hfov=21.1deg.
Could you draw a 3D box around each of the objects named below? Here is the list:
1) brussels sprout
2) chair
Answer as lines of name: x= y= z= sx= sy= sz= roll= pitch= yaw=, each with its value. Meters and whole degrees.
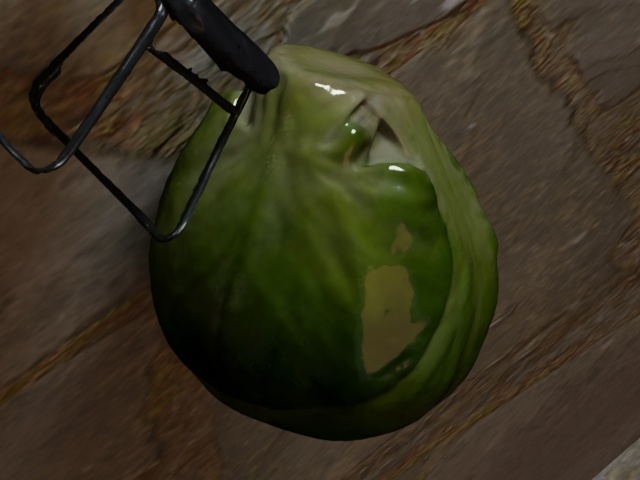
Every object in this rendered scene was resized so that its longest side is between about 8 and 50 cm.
brussels sprout: x=0.000 y=0.000 z=1.140 sx=0.210 sy=0.219 sz=0.271 roll=-37 pitch=136 yaw=-52
chair: x=-0.083 y=-0.136 z=0.909 sx=0.221 sy=0.145 sz=0.140 roll=-49 pitch=153 yaw=4
